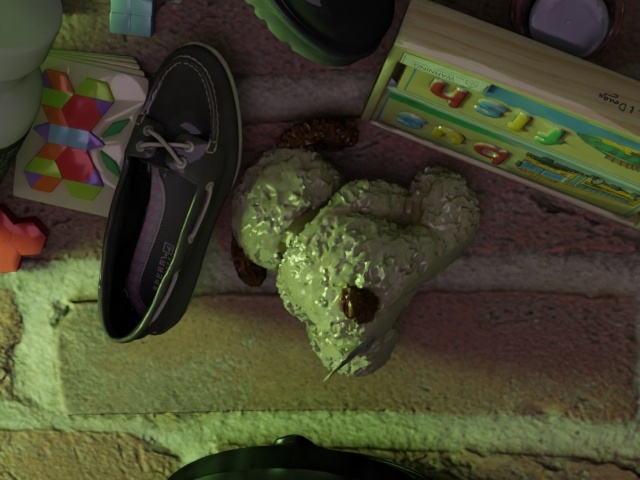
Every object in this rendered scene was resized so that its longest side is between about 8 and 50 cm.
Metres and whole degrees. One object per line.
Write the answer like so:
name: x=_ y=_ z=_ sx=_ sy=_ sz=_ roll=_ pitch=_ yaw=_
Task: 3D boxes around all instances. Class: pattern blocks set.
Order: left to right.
pattern blocks set: x=-0.265 y=-0.115 z=1.484 sx=0.285 sy=0.026 sz=0.325 roll=-2 pitch=111 yaw=8

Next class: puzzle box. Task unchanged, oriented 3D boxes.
puzzle box: x=0.245 y=-0.094 z=1.300 sx=0.409 sy=0.272 sz=0.052 roll=21 pitch=80 yaw=-1

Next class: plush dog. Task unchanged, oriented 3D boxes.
plush dog: x=0.000 y=0.000 z=1.423 sx=0.225 sy=0.210 sz=0.262 roll=41 pitch=112 yaw=20

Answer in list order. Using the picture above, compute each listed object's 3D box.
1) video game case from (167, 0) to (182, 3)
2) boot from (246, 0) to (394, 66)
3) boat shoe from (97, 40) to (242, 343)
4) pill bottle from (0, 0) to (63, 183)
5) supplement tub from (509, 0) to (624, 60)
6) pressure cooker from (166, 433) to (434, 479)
video game case: x=-0.252 y=-0.281 z=1.285 sx=0.193 sy=0.212 sz=0.023 roll=24 pitch=89 yaw=-38
boot: x=0.080 y=-0.370 z=1.038 sx=0.445 sy=0.146 sz=0.367 roll=-21 pitch=96 yaw=45
boat shoe: x=-0.161 y=-0.038 z=1.426 sx=0.112 sy=0.095 sz=0.335 roll=22 pitch=117 yaw=16
pill bottle: x=-0.400 y=-0.123 z=1.356 sx=0.210 sy=0.210 sz=0.363 roll=34 pitch=128 yaw=-6
supplement tub: x=0.228 y=-0.225 z=1.276 sx=0.106 sy=0.198 sz=0.106 roll=3 pitch=112 yaw=8
pressure cooker: x=-0.023 y=0.413 z=1.469 sx=0.370 sy=0.420 sz=0.375 roll=26 pitch=137 yaw=-24
